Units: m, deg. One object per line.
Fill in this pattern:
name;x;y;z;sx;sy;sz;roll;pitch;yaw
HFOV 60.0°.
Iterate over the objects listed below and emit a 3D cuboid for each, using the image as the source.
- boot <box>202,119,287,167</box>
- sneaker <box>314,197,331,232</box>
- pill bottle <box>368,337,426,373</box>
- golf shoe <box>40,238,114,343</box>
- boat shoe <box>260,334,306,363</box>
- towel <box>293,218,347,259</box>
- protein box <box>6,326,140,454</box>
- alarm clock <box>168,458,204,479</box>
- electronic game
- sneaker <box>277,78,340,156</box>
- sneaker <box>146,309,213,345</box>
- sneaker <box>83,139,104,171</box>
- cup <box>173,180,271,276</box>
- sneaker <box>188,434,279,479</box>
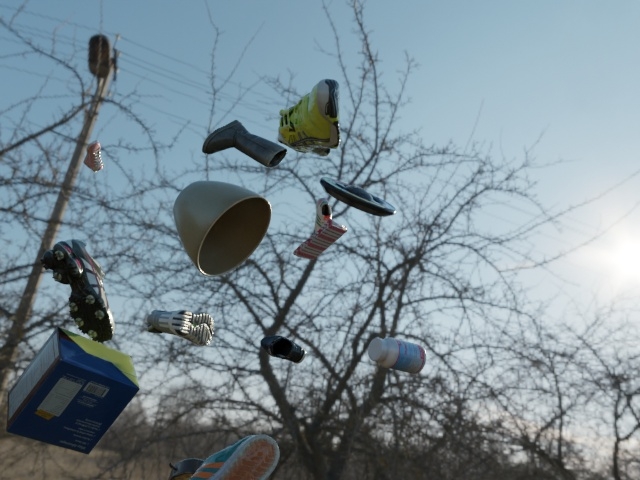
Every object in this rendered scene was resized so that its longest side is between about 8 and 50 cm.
boot;-0.238;-0.283;1.742;0.208;0.189;0.076;39;-29;13
sneaker;0.013;-0.075;2.069;0.057;0.161;0.075;-2;13;-11
pill bottle;0.220;0.328;1.596;0.160;0.087;0.087;19;-25;-28
golf shoe;-0.571;0.120;1.380;0.105;0.272;0.120;-19;10;20
boat shoe;-0.086;0.221;1.158;0.042;0.049;0.133;37;-18;-36
towel;0.000;0.000;2.072;0.197;0.029;0.144;-40;-25;15
protein box;-0.564;0.344;1.266;0.200;0.201;0.136;36;5;-36
alarm clock;-0.318;0.644;1.474;0.192;0.064;0.129;20;-64;-6
electronic game;0.103;-0.124;1.536;0.229;0.048;0.229;22;13;-5
sneaker;-0.032;-0.295;1.417;0.147;0.145;0.384;2;-9;-7
sneaker;-0.374;0.217;1.442;0.132;0.086;0.228;4;-19;14
sneaker;-0.792;-0.293;1.960;0.070;0.051;0.134;46;-45;1
cup;-0.368;-0.075;1.907;0.237;0.331;0.331;38;-13;22
sneaker;-0.217;0.500;1.089;0.302;0.108;0.121;-31;-2;-36
